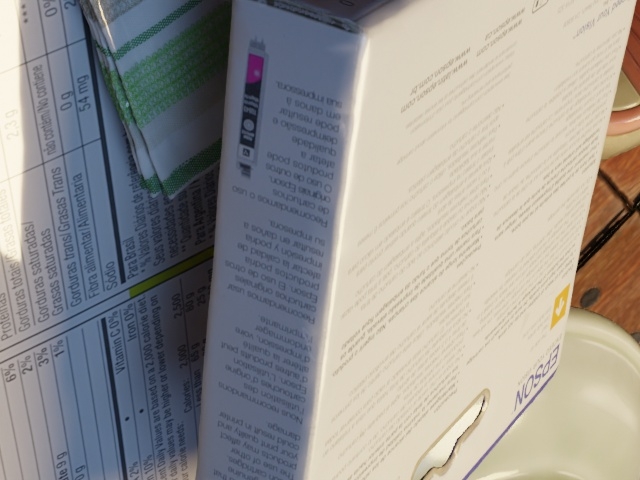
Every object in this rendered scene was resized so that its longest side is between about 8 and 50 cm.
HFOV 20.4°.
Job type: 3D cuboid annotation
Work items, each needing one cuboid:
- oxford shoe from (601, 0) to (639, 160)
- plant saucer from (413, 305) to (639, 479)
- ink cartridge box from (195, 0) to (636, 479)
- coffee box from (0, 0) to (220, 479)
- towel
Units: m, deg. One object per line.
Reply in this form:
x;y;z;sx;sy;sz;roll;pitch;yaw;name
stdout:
0.304;-0.202;1.322;0.397;0.140;0.146;-36;164;-12;oxford shoe
0.094;0.224;1.299;0.400;0.100;0.400;-19;138;-19;plant saucer
0.053;-0.011;0.858;0.324;0.071;0.330;-38;144;-51;ink cartridge box
-0.198;-0.062;0.892;0.334;0.337;0.338;-28;134;-29;coffee box
-0.049;-0.104;0.736;0.113;0.023;0.152;-38;134;-24;towel
